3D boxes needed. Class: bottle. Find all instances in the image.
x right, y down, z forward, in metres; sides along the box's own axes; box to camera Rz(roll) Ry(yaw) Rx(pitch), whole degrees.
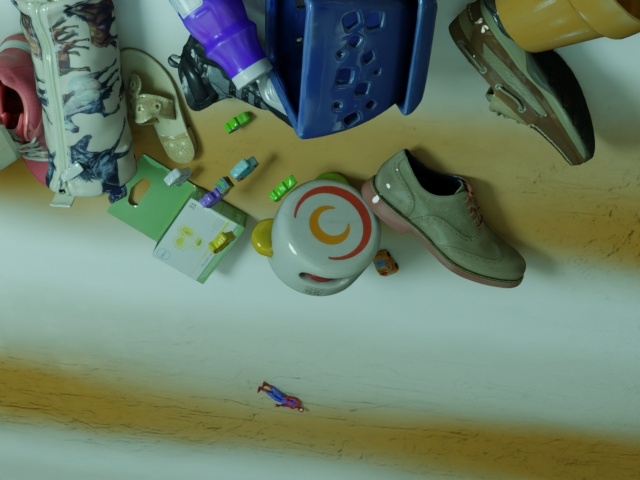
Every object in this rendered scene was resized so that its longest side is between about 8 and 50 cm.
[{"bbox_3d":[-0.176,-0.370,1.547,0.092,0.118,0.283,-31,97,18],"label":"bottle"}]

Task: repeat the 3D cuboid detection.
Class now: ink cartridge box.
[{"bbox_3d":[-0.283,-0.038,1.934,0.235,0.056,0.171,30,122,-15],"label":"ink cartridge box"}]

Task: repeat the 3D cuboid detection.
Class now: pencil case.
[{"bbox_3d":[-0.414,-0.261,1.690,0.159,0.183,0.410,5,126,8],"label":"pencil case"}]

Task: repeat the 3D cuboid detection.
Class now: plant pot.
[{"bbox_3d":[0.044,-0.316,1.513,0.212,0.236,0.236,-8,132,-14],"label":"plant pot"},{"bbox_3d":[0.365,-0.367,1.448,0.205,0.205,0.188,42,141,-22],"label":"plant pot"}]

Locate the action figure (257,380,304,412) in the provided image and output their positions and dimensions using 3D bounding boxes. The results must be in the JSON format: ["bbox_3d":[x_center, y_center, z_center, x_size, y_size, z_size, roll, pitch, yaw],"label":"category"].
[{"bbox_3d":[-0.087,0.359,2.257,0.115,0.030,0.038,28,125,-14],"label":"action figure"}]

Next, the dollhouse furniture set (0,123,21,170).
[{"bbox_3d":[-0.715,-0.244,1.623,0.362,0.256,0.394,24,145,44],"label":"dollhouse furniture set"}]

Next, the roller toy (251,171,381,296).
[{"bbox_3d":[0.000,0.000,1.812,0.191,0.209,0.146,51,153,8],"label":"roller toy"}]

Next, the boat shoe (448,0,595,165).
[{"bbox_3d":[0.324,-0.253,1.601,0.120,0.122,0.324,-25,113,35],"label":"boat shoe"}]

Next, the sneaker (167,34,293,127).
[{"bbox_3d":[-0.134,-0.259,1.700,0.268,0.101,0.153,42,127,-15],"label":"sneaker"}]

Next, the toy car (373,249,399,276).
[{"bbox_3d":[0.089,0.055,1.952,0.122,0.040,0.060,-6,128,17],"label":"toy car"}]

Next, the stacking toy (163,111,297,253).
[{"bbox_3d":[-0.162,-0.104,1.806,0.221,0.052,0.167,-39,80,22],"label":"stacking toy"}]

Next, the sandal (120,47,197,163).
[{"bbox_3d":[-0.293,-0.223,1.773,0.088,0.079,0.240,-12,126,22],"label":"sandal"}]

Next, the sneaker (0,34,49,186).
[{"bbox_3d":[-0.534,-0.206,1.803,0.116,0.136,0.314,2,130,12],"label":"sneaker"}]

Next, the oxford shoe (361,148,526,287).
[{"bbox_3d":[0.246,-0.035,1.792,0.348,0.123,0.130,30,124,-15],"label":"oxford shoe"}]
